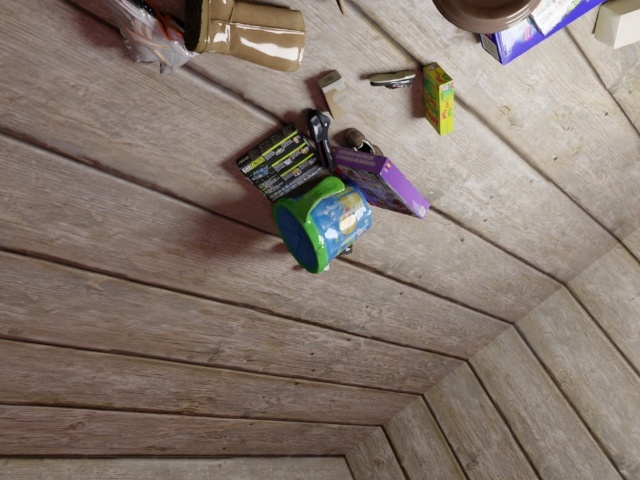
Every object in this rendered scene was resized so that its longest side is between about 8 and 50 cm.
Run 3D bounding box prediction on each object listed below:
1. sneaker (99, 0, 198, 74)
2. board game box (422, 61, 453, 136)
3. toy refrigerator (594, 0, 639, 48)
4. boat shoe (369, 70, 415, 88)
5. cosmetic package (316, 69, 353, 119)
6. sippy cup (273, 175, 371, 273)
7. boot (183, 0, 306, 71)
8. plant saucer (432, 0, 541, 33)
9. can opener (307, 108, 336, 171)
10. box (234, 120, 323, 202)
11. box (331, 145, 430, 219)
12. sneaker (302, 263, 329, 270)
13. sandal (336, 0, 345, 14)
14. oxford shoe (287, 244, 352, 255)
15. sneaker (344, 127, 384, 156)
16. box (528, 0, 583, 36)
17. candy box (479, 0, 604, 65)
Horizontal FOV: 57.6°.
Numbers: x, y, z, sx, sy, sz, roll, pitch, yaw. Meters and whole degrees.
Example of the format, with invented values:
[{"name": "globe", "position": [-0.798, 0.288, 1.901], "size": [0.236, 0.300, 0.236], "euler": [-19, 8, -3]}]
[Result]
[{"name": "sneaker", "position": [-0.363, -0.414, 1.144], "size": [0.121, 0.099, 0.262], "euler": [-37, 141, 20]}, {"name": "board game box", "position": [0.324, -0.384, 1.595], "size": [0.043, 0.092, 0.181], "euler": [-24, 143, -5]}, {"name": "toy refrigerator", "position": [0.927, -0.647, 1.658], "size": [0.270, 0.094, 0.102], "euler": [-21, 136, -9]}, {"name": "boat shoe", "position": [0.187, -0.412, 1.514], "size": [0.133, 0.049, 0.042], "euler": [-14, 133, -24]}, {"name": "cosmetic package", "position": [0.038, -0.369, 1.481], "size": [0.060, 0.041, 0.115], "euler": [-29, 143, 1]}, {"name": "sippy cup", "position": [0.018, -0.057, 1.681], "size": [0.224, 0.240, 0.305], "euler": [-31, -170, -19]}, {"name": "boot", "position": [-0.147, -0.482, 1.200], "size": [0.270, 0.089, 0.236], "euler": [-7, 117, -43]}, {"name": "plant saucer", "position": [0.370, -0.598, 1.269], "size": [0.278, 0.041, 0.277], "euler": [0, 101, 2]}, {"name": "can opener", "position": [0.001, -0.264, 1.549], "size": [0.073, 0.059, 0.186], "euler": [-41, 138, -24]}, {"name": "box", "position": [-0.105, -0.207, 1.584], "size": [0.191, 0.045, 0.184], "euler": [-33, 140, 9]}, {"name": "box", "position": [0.167, -0.164, 1.675], "size": [0.293, 0.201, 0.057], "euler": [36, 77, -50]}, {"name": "sneaker", "position": [-0.017, 0.079, 1.985], "size": [0.109, 0.040, 0.043], "euler": [-5, 121, -32]}, {"name": "sandal", "position": [0.042, -0.582, 1.196], "size": [0.079, 0.088, 0.240], "euler": [-25, 138, 7]}, {"name": "oxford shoe", "position": [0.000, 0.000, 1.877], "size": [0.227, 0.083, 0.096], "euler": [-9, 122, -25]}, {"name": "sneaker", "position": [0.134, -0.245, 1.660], "size": [0.066, 0.071, 0.188], "euler": [-41, 140, 17]}, {"name": "box", "position": [0.576, -0.590, 1.353], "size": [0.207, 0.036, 0.114], "euler": [-42, 139, 18]}, {"name": "candy box", "position": [0.531, -0.629, 1.411], "size": [0.317, 0.122, 0.268], "euler": [-31, 141, 6]}]
